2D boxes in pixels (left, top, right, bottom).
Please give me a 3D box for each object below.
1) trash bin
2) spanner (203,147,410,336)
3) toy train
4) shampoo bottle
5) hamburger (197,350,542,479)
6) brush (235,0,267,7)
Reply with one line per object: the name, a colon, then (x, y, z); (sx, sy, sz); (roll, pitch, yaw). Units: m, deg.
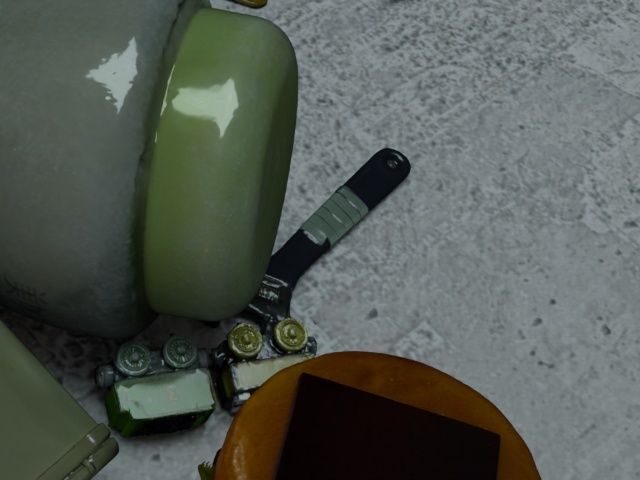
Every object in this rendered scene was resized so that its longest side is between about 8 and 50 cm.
trash bin: (-0.314, 0.145, 1.253); (0.247, 0.121, 0.243); (50, 52, 0)
spanner: (0.000, 0.000, 1.583); (0.087, 0.024, 0.316); (36, 49, 13)
toy train: (-0.094, 0.120, 1.423); (0.202, 0.060, 0.081); (-7, 68, -21)
shampoo bottle: (-0.188, -0.082, 1.398); (0.317, 0.322, 0.322); (13, 48, 5)
hamburger: (0.025, 0.243, 1.241); (0.291, 0.225, 0.291); (11, 41, -10)
brush: (-0.162, -0.296, 1.800); (0.218, 0.010, 0.082); (17, 47, -3)
